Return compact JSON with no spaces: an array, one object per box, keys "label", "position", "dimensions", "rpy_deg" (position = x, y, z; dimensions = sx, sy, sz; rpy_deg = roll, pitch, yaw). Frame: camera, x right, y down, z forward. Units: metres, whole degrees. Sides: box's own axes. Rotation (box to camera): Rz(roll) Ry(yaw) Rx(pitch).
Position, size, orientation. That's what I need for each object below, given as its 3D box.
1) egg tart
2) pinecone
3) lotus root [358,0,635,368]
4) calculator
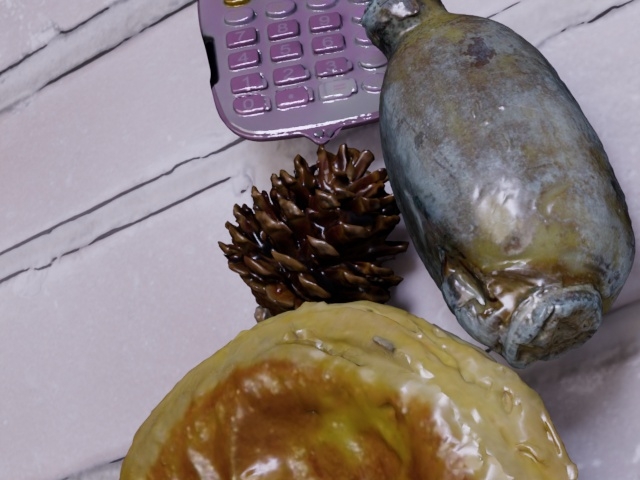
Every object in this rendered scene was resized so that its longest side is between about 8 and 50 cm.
[{"label":"egg tart","position":[0.033,0.262,0.980],"dimensions":[0.443,0.178,0.443],"rpy_deg":[-8,78,37]},{"label":"pinecone","position":[0.000,0.000,1.094],"dimensions":[0.174,0.173,0.173],"rpy_deg":[-10,72,34]},{"label":"lotus root","position":[0.134,-0.062,1.008],"dimensions":[0.175,0.175,0.349],"rpy_deg":[-35,56,24]},{"label":"calculator","position":[-0.014,-0.205,1.175],"dimensions":[0.194,0.043,0.294],"rpy_deg":[-9,61,3]}]
